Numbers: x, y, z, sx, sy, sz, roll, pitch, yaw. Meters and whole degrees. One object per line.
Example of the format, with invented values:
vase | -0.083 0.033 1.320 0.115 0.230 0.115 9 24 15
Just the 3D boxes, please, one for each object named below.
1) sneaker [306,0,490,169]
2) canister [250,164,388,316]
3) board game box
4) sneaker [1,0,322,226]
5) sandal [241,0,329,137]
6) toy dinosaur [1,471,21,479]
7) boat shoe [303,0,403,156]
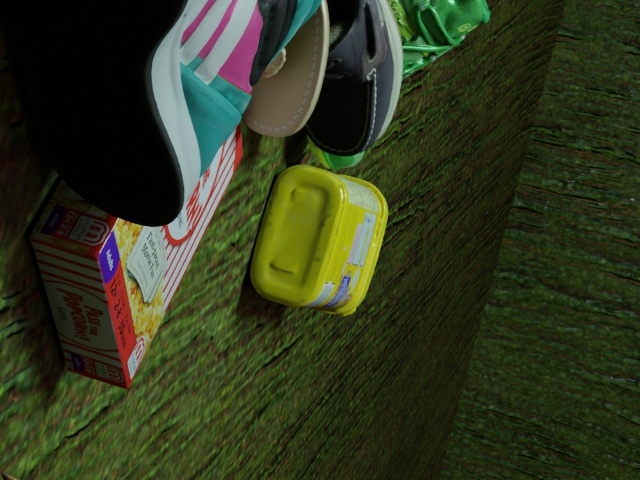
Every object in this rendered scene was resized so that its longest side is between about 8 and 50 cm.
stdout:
sneaker | 0.071 -0.185 1.381 0.295 0.123 0.109 -67 172 16
canister | 0.000 0.000 1.463 0.170 0.073 0.126 14 92 -77
board game box | -0.105 -0.030 1.014 0.147 0.045 0.193 88 22 -56
sneaker | -0.066 -0.156 0.833 0.295 0.124 0.178 97 18 -57
sandal | -0.045 -0.178 1.033 0.079 0.088 0.240 -23 121 -62
toy dinosaur | -0.185 0.198 0.964 0.112 0.064 0.211 -56 159 3
boat shoe | -0.002 -0.164 1.190 0.285 0.103 0.092 88 26 -45
